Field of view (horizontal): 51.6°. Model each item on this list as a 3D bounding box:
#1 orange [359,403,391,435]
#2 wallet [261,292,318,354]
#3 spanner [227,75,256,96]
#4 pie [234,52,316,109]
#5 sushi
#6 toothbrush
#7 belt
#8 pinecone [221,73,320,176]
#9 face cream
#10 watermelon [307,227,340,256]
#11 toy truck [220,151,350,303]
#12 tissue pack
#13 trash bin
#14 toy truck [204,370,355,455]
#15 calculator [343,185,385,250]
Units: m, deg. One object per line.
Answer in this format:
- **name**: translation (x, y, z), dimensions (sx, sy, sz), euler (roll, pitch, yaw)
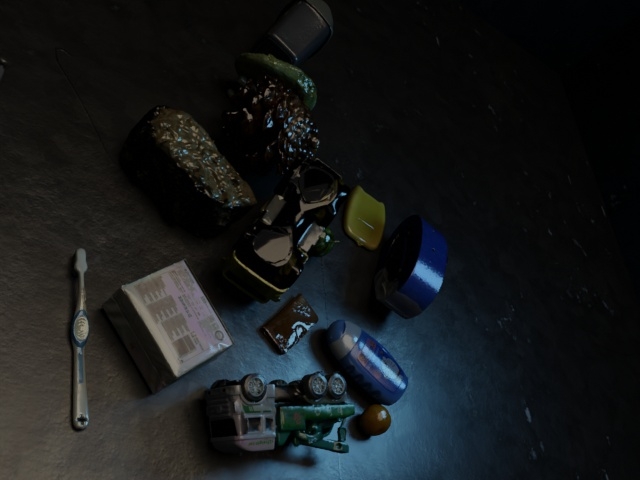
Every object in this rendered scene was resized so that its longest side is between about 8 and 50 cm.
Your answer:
- **orange**: translation (0.141, 0.463, 1.702), dimensions (0.085, 0.085, 0.085), euler (24, 48, -29)
- **wallet**: translation (-0.074, 0.215, 1.718), dimensions (0.095, 0.026, 0.176), euler (53, 41, -2)
- **spanner**: translation (-0.138, -0.378, 2.036), dimensions (0.325, 0.095, 0.040), euler (38, 43, -15)
- **pie**: translation (-0.135, -0.478, 2.003), dimensions (0.277, 0.277, 0.078), euler (36, 72, -17)
- **sushi**: translation (-0.327, -0.174, 1.657), dimensions (0.350, 0.171, 0.211), euler (47, 39, -7)
- **toothbrush**: translation (-0.487, 0.189, 1.345), dimensions (0.040, 0.040, 0.386), euler (11, 55, -38)
- **belt**: translation (0.270, 0.073, 1.999), dimensions (0.117, 0.212, 0.347), euler (37, 39, -18)
- **pinecone**: translation (-0.143, -0.316, 1.869), dimensions (0.296, 0.242, 0.298), euler (45, 7, 14)
- **face cream**: translation (0.119, 0.318, 1.778), dimensions (0.264, 0.083, 0.149), euler (45, 38, -7)
- **watermelon**: translation (-0.007, -0.001, 1.874), dimensions (0.109, 0.109, 0.109), euler (24, 48, -29)
- **toy truck**: translation (-0.091, -0.029, 1.710), dimensions (0.180, 0.254, 0.405), euler (35, 56, -5)
- **tissue pack**: translation (-0.325, 0.183, 1.433), dimensions (0.185, 0.124, 0.225), euler (-25, 80, -49)
- **trash bin**: translation (-0.092, -0.665, 2.185), dimensions (0.182, 0.209, 0.290), euler (44, 54, -13)
- **toy truck**: translation (-0.077, 0.388, 1.486), dimensions (0.363, 0.176, 0.178), euler (13, 66, -38)
- **calculator**: translation (0.144, -0.071, 2.123), dimensions (0.157, 0.033, 0.236), euler (34, 45, -21)
